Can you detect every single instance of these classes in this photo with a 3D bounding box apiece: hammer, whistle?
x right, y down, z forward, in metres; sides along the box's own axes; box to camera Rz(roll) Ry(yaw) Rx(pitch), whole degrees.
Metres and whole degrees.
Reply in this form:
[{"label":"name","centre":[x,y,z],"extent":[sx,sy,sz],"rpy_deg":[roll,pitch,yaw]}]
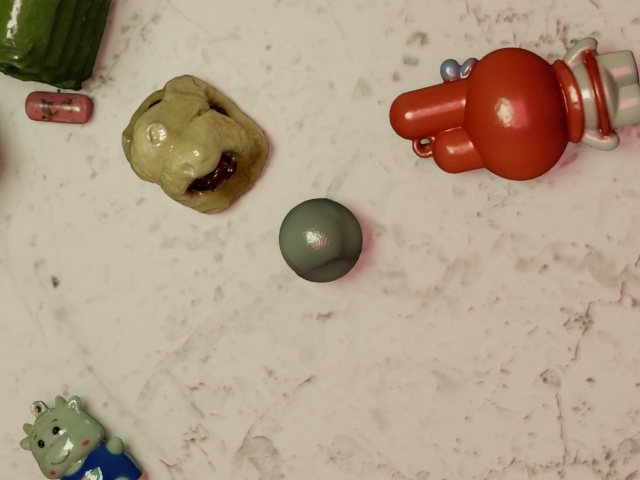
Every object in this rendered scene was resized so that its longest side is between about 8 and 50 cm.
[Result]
[{"label":"hammer","centre":[-0.330,-0.169,1.273],"extent":[0.083,0.043,0.043],"rpy_deg":[4,95,5]},{"label":"whistle","centre":[-0.286,0.299,1.281],"extent":[0.110,0.092,0.244],"rpy_deg":[-39,90,2]}]

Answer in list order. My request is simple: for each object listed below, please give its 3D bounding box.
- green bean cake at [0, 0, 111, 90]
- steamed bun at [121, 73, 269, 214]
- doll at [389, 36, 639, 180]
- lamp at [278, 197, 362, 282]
[{"label":"green bean cake","centre":[-0.389,-0.277,1.162],"extent":[0.247,0.250,0.156],"rpy_deg":[19,95,2]},{"label":"steamed bun","centre":[-0.160,-0.115,1.207],"extent":[0.172,0.155,0.141],"rpy_deg":[37,97,1]},{"label":"doll","centre":[0.229,-0.150,1.190],"extent":[0.290,0.130,0.161],"rpy_deg":[-12,96,11]},{"label":"lamp","centre":[0.000,0.000,1.230],"extent":[0.105,0.105,0.105],"rpy_deg":[0,95,4]}]
